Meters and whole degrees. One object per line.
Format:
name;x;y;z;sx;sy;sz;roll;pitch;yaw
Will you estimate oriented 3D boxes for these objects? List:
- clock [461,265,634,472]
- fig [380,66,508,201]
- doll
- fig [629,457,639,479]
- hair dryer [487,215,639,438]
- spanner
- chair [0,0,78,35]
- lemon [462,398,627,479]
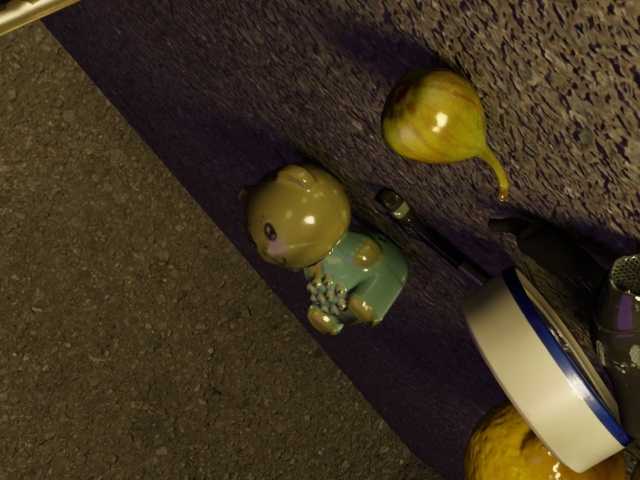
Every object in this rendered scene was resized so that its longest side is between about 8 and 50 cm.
clock;0.248;0.141;1.148;0.230;0.083;0.230;51;-166;-18
fig;0.120;-0.101;0.961;0.093;0.093;0.166;36;-175;38
doll;0.000;0.000;1.542;0.261;0.161;0.177;45;150;-15
fig;0.405;0.286;1.077;0.181;0.181;0.191;42;-168;11
hair dryer;0.259;0.053;1.027;0.272;0.091;0.236;53;168;43
spanner;0.192;0.040;1.357;0.316;0.024;0.087;40;170;16
chair;-0.226;-0.297;0.581;0.364;0.410;0.362;38;168;28
lemon;0.308;0.323;1.432;0.233;0.233;0.288;39;168;25
